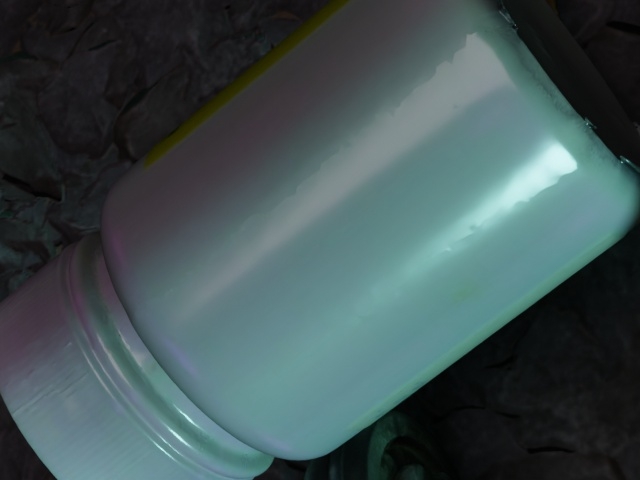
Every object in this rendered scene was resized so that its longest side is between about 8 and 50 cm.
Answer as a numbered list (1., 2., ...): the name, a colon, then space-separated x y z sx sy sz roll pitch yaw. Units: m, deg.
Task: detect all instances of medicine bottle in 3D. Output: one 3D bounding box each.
1. medicine bottle: 0.000 0.000 1.117 0.379 0.213 0.213 -38 66 16

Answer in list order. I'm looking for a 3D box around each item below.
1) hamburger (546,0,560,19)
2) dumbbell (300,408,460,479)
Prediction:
1. hamburger: 0.097 -0.139 1.288 0.155 0.135 0.207 10 71 7
2. dumbbell: -0.059 0.241 1.255 0.406 0.179 0.179 -23 71 23
